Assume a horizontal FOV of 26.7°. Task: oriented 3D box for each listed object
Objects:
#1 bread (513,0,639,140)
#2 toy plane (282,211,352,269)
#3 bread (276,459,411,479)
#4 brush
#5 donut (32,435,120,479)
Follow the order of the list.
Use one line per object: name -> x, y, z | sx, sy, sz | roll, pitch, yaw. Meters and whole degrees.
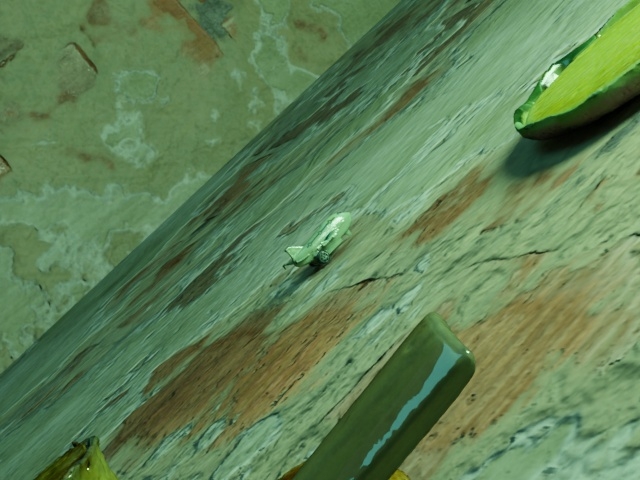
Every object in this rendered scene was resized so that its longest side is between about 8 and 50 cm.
bread -> 0.245, -0.151, 1.045 | 0.228, 0.033, 0.228 | -38, 9, 7
toy plane -> 0.002, 0.002, 1.293 | 0.083, 0.033, 0.080 | -37, 7, -21
bread -> -0.019, 0.170, 0.585 | 0.193, 0.064, 0.193 | -45, 12, 12
brush -> -0.045, 0.138, 0.533 | 0.282, 0.048, 0.054 | -49, 17, 5
donut -> -0.208, 0.249, 0.846 | 0.272, 0.107, 0.272 | -41, 5, 4
